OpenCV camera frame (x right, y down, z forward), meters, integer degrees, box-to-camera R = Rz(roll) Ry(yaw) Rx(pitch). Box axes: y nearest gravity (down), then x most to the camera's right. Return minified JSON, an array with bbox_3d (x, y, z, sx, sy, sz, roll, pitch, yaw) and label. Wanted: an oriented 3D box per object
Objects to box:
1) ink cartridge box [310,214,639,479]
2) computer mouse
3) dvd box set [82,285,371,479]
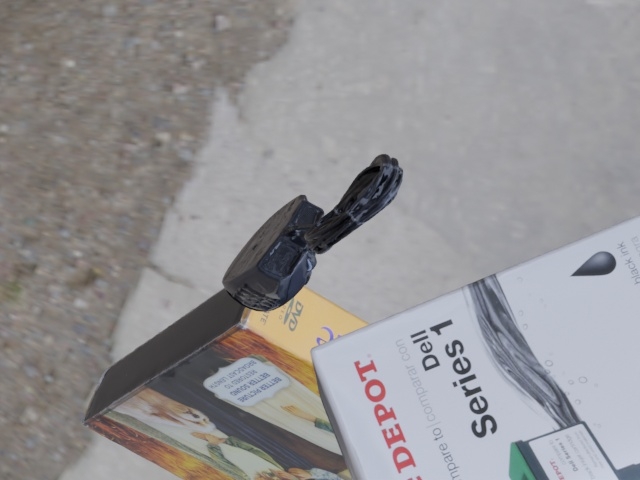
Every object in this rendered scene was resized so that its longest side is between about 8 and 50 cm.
[{"bbox_3d":[0.123,0.093,0.929,0.219,0.092,0.160,-22,68,-2],"label":"ink cartridge box"},{"bbox_3d":[0.000,0.000,1.167,0.041,0.242,0.071,39,68,-10],"label":"computer mouse"},{"bbox_3d":[0.048,0.187,1.570,0.420,0.307,0.062,31,58,-18],"label":"dvd box set"}]
